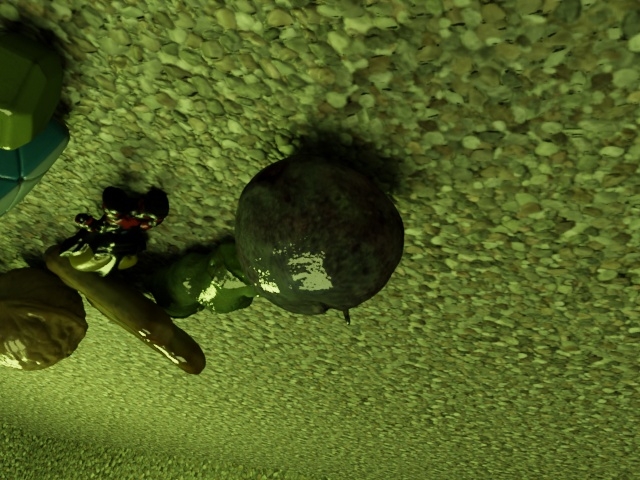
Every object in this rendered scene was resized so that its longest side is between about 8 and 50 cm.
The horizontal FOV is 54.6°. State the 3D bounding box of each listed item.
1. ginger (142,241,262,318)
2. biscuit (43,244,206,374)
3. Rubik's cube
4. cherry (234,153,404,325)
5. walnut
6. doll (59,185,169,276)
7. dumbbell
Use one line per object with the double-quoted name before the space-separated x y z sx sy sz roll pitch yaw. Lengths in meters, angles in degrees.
"ginger" -0.189 0.077 1.016 0.289 0.089 0.137 -16 151 38
"biscuit" -0.341 0.123 1.099 0.290 0.062 0.237 27 159 28
"Rubik's cube" -0.423 -0.132 0.733 0.254 0.255 0.254 11 150 6
"cherry" -0.005 -0.007 0.704 0.195 0.195 0.195 11 150 6
"walnut" -0.551 0.149 1.181 0.213 0.213 0.213 11 150 6
"doll" -0.312 -0.005 0.927 0.127 0.088 0.248 30 143 -25
"dumbbell" -0.423 -0.196 0.621 0.301 0.108 0.121 21 142 -12
